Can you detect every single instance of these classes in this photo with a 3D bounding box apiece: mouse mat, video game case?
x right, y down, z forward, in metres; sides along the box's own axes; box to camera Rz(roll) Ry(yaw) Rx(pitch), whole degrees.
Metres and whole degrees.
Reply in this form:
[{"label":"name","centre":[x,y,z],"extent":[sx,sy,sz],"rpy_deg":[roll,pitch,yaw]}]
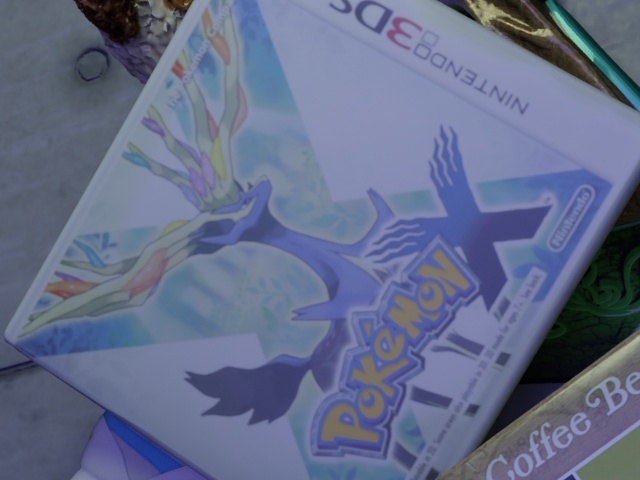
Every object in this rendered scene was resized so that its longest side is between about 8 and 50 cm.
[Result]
[{"label":"mouse mat","centre":[0.191,0.018,0.952],"extent":[0.190,0.007,0.152],"rpy_deg":[-4,75,20]},{"label":"video game case","centre":[0.000,0.000,0.899],"extent":[0.300,0.036,0.329],"rpy_deg":[31,95,14]}]

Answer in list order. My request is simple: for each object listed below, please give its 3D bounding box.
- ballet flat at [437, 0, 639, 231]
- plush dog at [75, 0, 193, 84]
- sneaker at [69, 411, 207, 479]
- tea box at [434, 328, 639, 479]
[{"label":"ballet flat","centre":[0.116,-0.142,0.973],"extent":[0.124,0.116,0.342],"rpy_deg":[-37,70,18]},{"label":"plush dog","centre":[-0.092,-0.205,1.018],"extent":[0.211,0.262,0.225],"rpy_deg":[-24,54,48]},{"label":"sneaker","centre":[-0.060,0.168,0.960],"extent":[0.229,0.087,0.092],"rpy_deg":[19,81,21]},{"label":"tea box","centre":[0.268,0.190,0.762],"extent":[0.329,0.220,0.323],"rpy_deg":[-37,69,7]}]
